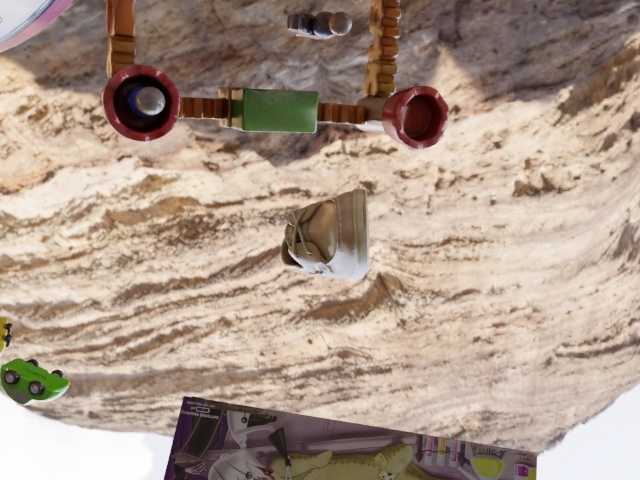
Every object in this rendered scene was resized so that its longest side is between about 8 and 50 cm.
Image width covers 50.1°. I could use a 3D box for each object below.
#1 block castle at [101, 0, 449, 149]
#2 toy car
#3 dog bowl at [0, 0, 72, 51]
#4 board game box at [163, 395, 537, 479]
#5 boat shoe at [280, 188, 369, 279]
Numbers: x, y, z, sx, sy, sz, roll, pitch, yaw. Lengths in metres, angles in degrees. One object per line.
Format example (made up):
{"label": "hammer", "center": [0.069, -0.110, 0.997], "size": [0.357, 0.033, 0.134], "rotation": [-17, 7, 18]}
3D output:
{"label": "block castle", "center": [-0.042, -0.273, 0.854], "size": [0.454, 0.302, 0.213], "rotation": [-2, -167, -25]}
{"label": "toy car", "center": [-0.485, 0.193, 1.019], "size": [0.225, 0.239, 0.053], "rotation": [22, -78, 7]}
{"label": "dog bowl", "center": [-0.337, -0.331, 0.552], "size": [0.408, 0.150, 0.407], "rotation": [0, -89, 16]}
{"label": "board game box", "center": [0.019, 0.274, 0.635], "size": [0.347, 0.056, 0.208], "rotation": [7, -110, 5]}
{"label": "boat shoe", "center": [0.000, 0.000, 0.915], "size": [0.098, 0.302, 0.109], "rotation": [1, -98, -9]}
